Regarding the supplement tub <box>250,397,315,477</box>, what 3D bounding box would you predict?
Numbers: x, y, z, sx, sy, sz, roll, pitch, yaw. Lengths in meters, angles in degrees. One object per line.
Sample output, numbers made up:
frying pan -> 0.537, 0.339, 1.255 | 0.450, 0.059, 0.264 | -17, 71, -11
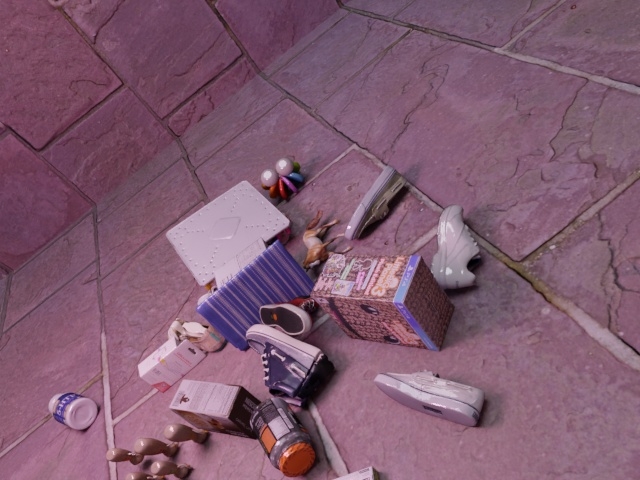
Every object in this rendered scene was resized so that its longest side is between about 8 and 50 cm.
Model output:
supplement tub -> -0.096, 0.505, 1.385 | 0.117, 0.117, 0.190 | -43, 37, -6

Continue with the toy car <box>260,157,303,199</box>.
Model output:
toy car -> -0.148, -0.242, 2.223 | 0.182, 0.159, 0.136 | -35, 71, 4

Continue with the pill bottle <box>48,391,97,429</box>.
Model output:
pill bottle -> -0.909, 0.615, 1.965 | 0.186, 0.112, 0.112 | -1, 50, 40

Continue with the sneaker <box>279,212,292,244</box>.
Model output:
sneaker -> -0.150, -0.050, 2.060 | 0.051, 0.070, 0.134 | -13, 44, 26

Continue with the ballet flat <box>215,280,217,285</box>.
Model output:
ballet flat -> -0.377, 0.082, 2.097 | 0.083, 0.087, 0.247 | -18, 41, 21

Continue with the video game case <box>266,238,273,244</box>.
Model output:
video game case -> -0.298, 0.026, 2.064 | 0.206, 0.026, 0.227 | 7, 50, 9

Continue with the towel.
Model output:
towel -> -0.198, 0.181, 1.712 | 0.336, 0.243, 0.040 | -40, 33, -3

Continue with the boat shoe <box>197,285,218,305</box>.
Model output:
boat shoe -> -0.375, 0.197, 1.983 | 0.226, 0.076, 0.083 | -17, 41, 27

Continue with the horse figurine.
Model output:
horse figurine -> 0.000, 0.000, 1.885 | 0.174, 0.066, 0.263 | -28, 40, 4

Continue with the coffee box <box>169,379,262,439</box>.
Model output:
coffee box -> -0.295, 0.485, 1.557 | 0.246, 0.141, 0.098 | -5, 47, 36

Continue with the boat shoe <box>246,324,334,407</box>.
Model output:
boat shoe -> -0.133, 0.358, 1.559 | 0.340, 0.127, 0.158 | 9, 49, 44

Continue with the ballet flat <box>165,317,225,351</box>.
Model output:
ballet flat -> -0.464, 0.322, 1.901 | 0.316, 0.106, 0.108 | -5, 48, 37

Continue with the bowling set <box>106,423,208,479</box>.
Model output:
bowling set -> -0.464, 0.661, 1.543 | 0.287, 0.154, 0.200 | -23, 58, 18

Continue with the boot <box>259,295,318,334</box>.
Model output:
boot -> -0.052, 0.213, 1.623 | 0.176, 0.088, 0.244 | -13, 7, -33

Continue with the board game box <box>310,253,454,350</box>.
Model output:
board game box -> 0.165, 0.160, 1.433 | 0.291, 0.232, 0.141 | 0, 52, 41

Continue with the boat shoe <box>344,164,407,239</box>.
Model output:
boat shoe -> 0.188, -0.119, 1.822 | 0.302, 0.094, 0.109 | -56, -6, -12

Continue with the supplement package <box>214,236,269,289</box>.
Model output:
supplement package -> -0.210, 0.141, 1.803 | 0.203, 0.194, 0.149 | -35, 36, 4

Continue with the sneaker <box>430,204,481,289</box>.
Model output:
sneaker -> 0.388, 0.022, 1.521 | 0.129, 0.111, 0.297 | 0, 53, 20

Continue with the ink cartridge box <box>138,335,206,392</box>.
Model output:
ink cartridge box -> -0.503, 0.410, 1.834 | 0.198, 0.115, 0.067 | -39, 36, -2

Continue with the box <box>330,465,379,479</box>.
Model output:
box -> 0.041, 0.605, 1.228 | 0.207, 0.036, 0.114 | -26, 38, 17

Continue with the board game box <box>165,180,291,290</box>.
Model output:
board game box -> -0.354, -0.031, 2.051 | 0.390, 0.050, 0.390 | -36, 44, -12

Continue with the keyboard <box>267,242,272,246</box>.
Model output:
keyboard -> -0.198, 0.084, 1.977 | 0.108, 0.023, 0.180 | -8, 49, 4

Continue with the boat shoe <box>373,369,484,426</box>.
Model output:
boat shoe -> 0.254, 0.350, 1.272 | 0.267, 0.096, 0.088 | 5, 50, 42
